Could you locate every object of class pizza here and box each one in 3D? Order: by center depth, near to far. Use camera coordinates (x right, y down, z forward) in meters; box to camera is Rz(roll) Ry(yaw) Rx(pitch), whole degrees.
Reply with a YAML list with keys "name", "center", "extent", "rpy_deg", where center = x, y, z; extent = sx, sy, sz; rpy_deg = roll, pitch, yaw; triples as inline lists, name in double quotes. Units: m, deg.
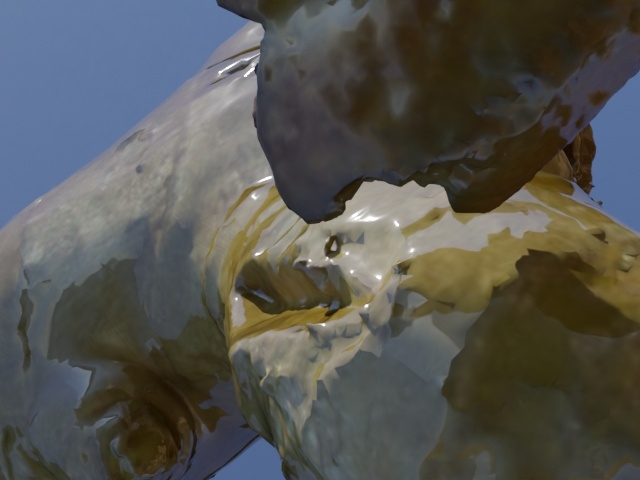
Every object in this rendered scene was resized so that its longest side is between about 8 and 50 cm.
- name: "pizza"
  center: [0.002, -0.100, 0.362]
  extent: [0.194, 0.154, 0.069]
  rpy_deg: [38, -157, 32]

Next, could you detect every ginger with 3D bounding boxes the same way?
- name: "ginger"
  center: [-0.006, -0.020, 0.542]
  extent: [0.122, 0.348, 0.363]
  rpy_deg: [46, -138, -27]
